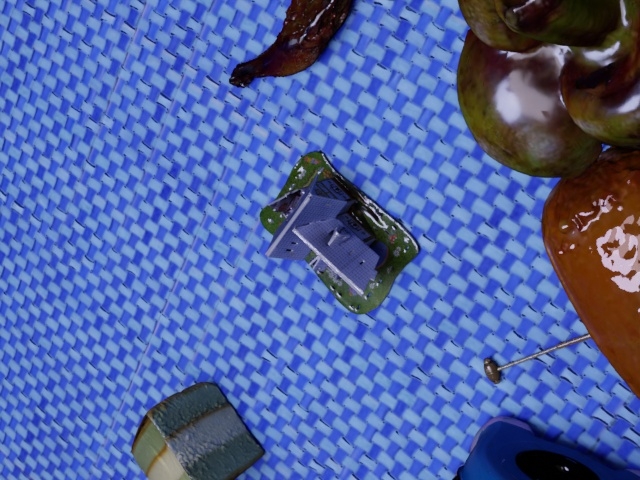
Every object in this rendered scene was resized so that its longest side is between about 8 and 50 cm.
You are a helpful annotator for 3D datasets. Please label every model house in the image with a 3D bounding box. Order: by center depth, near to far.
[{"bbox_3d":[0.000,0.000,0.963,0.167,0.088,0.117,46,117,12],"label":"model house"}]

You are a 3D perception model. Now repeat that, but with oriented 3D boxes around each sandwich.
[{"bbox_3d":[-0.177,0.261,1.083,0.187,0.144,0.117,-42,78,28],"label":"sandwich"}]

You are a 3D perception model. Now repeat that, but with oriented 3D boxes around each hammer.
[{"bbox_3d":[0.214,0.108,0.919,0.123,0.014,0.029,-26,97,27],"label":"hammer"}]

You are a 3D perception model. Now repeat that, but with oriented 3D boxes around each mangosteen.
[{"bbox_3d":[0.221,-0.194,0.657,0.307,0.347,0.307,26,140,24],"label":"mangosteen"}]

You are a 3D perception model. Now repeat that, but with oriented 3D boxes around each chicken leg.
[{"bbox_3d":[-0.019,-0.216,0.950,0.205,0.053,0.093,-48,54,20],"label":"chicken leg"}]

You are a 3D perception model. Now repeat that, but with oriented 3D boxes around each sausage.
[{"bbox_3d":[0.293,0.044,0.780,0.141,0.153,0.268,-36,84,29],"label":"sausage"}]

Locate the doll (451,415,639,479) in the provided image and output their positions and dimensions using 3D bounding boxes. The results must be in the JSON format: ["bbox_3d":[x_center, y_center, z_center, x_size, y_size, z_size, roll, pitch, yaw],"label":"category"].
[{"bbox_3d":[0.175,0.349,0.871,0.284,0.240,0.310,24,106,37],"label":"doll"}]
